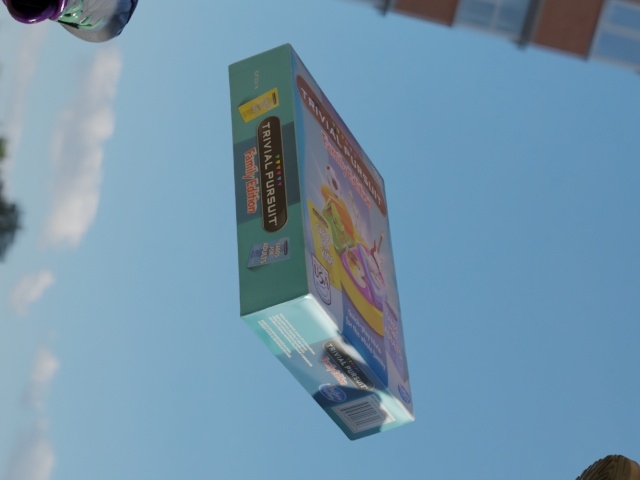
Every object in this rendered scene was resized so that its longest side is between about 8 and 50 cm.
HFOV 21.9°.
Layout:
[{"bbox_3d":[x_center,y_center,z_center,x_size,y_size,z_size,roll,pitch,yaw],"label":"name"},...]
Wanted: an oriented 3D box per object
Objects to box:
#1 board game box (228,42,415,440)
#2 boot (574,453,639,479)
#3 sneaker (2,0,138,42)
[{"bbox_3d":[0.000,0.000,1.730,0.254,0.079,0.336,52,25,-46],"label":"board game box"},{"bbox_3d":[0.395,0.354,1.871,0.236,0.270,0.089,-49,-164,58],"label":"boot"},{"bbox_3d":[-0.167,-0.158,0.999,0.223,0.083,0.098,84,22,-69],"label":"sneaker"}]
